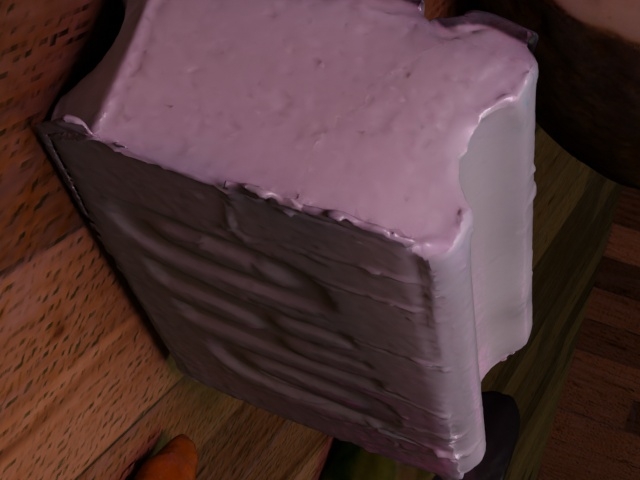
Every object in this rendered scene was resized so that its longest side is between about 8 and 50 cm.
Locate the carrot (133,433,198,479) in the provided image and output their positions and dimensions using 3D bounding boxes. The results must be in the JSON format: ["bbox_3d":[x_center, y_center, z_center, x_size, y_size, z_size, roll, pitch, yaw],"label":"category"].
[{"bbox_3d":[-0.111,0.179,0.622,0.336,0.069,0.069,-63,165,-56],"label":"carrot"}]

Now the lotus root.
[{"bbox_3d":[0.225,-0.162,1.098,0.346,0.250,0.250,46,63,-70],"label":"lotus root"}]

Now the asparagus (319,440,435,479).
[{"bbox_3d":[0.059,0.094,1.130,0.085,0.082,0.343,30,-77,67],"label":"asparagus"}]

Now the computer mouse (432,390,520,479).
[{"bbox_3d":[0.062,0.217,1.248,0.270,0.086,0.137,-62,-175,-27],"label":"computer mouse"}]

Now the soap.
[{"bbox_3d":[0.000,0.000,0.610,0.261,0.150,0.094,73,35,-66],"label":"soap"}]
